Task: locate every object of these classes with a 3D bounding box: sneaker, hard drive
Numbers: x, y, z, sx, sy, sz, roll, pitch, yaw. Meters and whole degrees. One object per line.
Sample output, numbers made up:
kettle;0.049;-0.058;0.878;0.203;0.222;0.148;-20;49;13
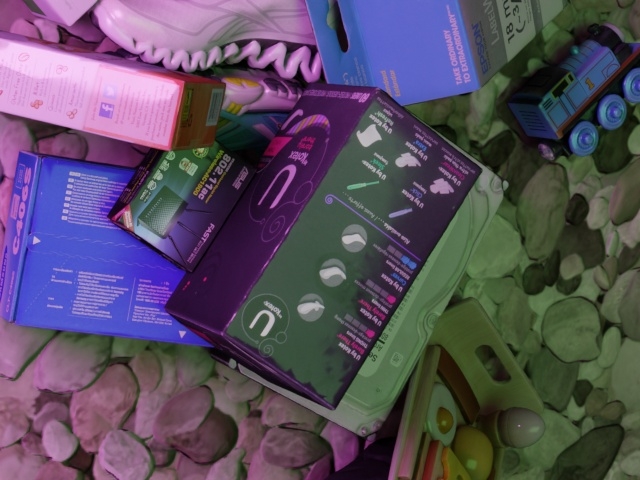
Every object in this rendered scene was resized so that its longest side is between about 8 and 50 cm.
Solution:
sneaker;-0.129;-0.123;1.692;0.275;0.107;0.110;6;113;-34
hard drive;0.046;0.028;1.878;0.237;0.064;0.339;33;84;-36
sneaker;-0.096;-0.230;1.663;0.292;0.110;0.118;-2;125;-41

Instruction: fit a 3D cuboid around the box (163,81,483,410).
box;0.000;0.000;1.612;0.143;0.165;0.270;36;80;-23

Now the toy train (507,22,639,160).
toy train;0.310;-0.177;1.997;0.184;0.080;0.105;-44;118;-17

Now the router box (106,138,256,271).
router box;-0.132;-0.045;1.623;0.092;0.038;0.122;35;82;-26

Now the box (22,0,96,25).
box;-0.243;-0.270;1.573;0.102;0.087;0.101;-47;124;-15

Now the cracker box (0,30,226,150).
cracker box;-0.216;-0.137;1.517;0.232;0.156;0.067;13;97;8

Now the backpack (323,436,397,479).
backpack;0.075;0.336;1.952;0.152;0.115;0.182;-28;120;-29

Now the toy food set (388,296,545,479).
toy food set;0.181;0.250;1.937;0.220;0.092;0.306;55;36;-37

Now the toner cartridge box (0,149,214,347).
toner cartridge box;-0.137;0.017;1.693;0.347;0.075;0.165;9;93;-26

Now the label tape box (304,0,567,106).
label tape box;0.120;-0.281;1.746;0.333;0.106;0.241;-44;126;-44
